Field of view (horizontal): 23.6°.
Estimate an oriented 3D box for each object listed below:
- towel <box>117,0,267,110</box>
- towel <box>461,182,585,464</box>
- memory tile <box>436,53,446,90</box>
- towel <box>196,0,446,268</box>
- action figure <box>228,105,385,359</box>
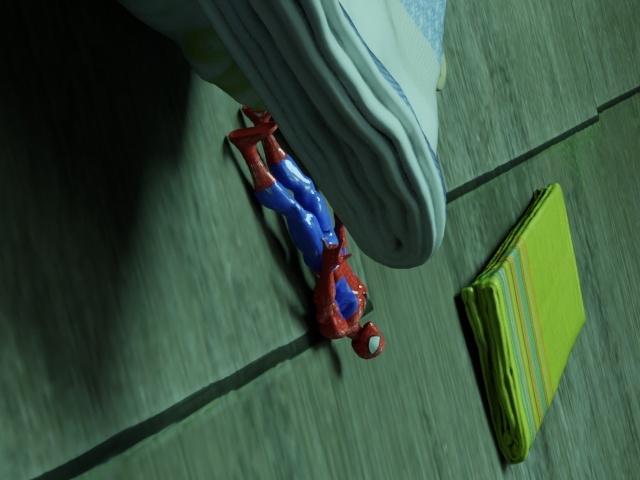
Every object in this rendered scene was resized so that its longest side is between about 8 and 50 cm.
[{"bbox_3d":[-0.077,-0.268,0.473,0.374,0.090,0.321,51,36,-49],"label":"towel"},{"bbox_3d":[0.124,0.040,0.896,0.237,0.021,0.102,-41,122,-67],"label":"towel"},{"bbox_3d":[0.032,-0.142,0.771,0.113,0.012,0.148,-28,104,-68],"label":"memory tile"},{"bbox_3d":[0.004,-0.156,0.460,0.209,0.034,0.285,57,31,-44],"label":"towel"},{"bbox_3d":[0.000,0.000,0.591,0.038,0.030,0.115,-78,150,-57],"label":"action figure"}]
